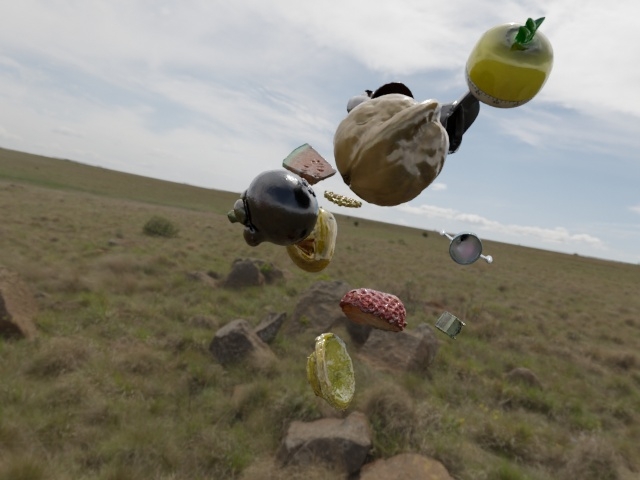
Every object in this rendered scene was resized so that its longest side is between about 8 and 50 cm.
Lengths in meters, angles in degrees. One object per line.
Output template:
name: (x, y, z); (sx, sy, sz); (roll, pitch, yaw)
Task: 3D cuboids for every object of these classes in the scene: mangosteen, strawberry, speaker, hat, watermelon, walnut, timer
mangosteen: (-0.158, -0.105, 1.601); (0.297, 0.313, 0.297); (38, -17, 14)
strawberry: (0.227, 0.279, 1.874); (0.265, 0.149, 0.336); (1, -24, 43)
speaker: (0.211, -0.473, 1.735); (0.198, 0.259, 0.329); (-8, 14, -19)
hat: (0.526, -0.523, 1.872); (0.209, 0.336, 0.238); (26, -7, 35)
watermelon: (-0.038, -0.329, 2.038); (0.256, 0.193, 0.140); (32, -27, 34)
walnut: (0.233, -0.294, 1.445); (0.383, 0.384, 0.383); (11, 3, -1)
timer: (0.608, -0.582, 1.368); (0.285, 0.285, 0.285); (11, 3, -1)

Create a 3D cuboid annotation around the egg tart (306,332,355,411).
egg tart: (0.032, 0.524, 1.753); (0.120, 0.315, 0.315); (-20, -10, 23)

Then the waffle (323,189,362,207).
waffle: (0.109, -0.214, 2.267); (0.160, 0.046, 0.192); (-5, 28, -43)

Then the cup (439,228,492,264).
cup: (0.755, 0.026, 2.271); (0.299, 0.167, 0.173); (33, 21, 10)

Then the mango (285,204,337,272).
mango: (-0.040, -0.009, 1.995); (0.252, 0.365, 0.182); (-19, -36, 8)

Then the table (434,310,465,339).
table: (0.509, 0.333, 1.713); (0.062, 0.079, 0.083); (37, -2, -17)
